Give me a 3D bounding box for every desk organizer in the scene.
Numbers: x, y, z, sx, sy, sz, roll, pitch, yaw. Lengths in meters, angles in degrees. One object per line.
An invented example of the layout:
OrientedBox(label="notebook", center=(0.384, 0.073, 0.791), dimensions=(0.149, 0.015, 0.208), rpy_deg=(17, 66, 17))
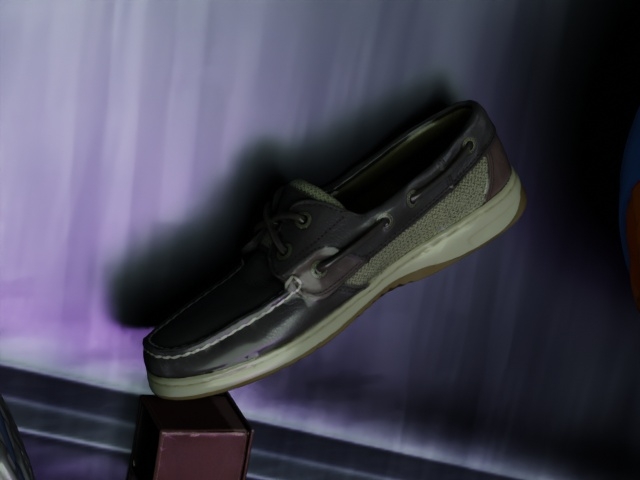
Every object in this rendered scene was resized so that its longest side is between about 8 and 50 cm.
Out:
OrientedBox(label="desk organizer", center=(-0.075, 0.149, 0.844), dimensions=(0.050, 0.047, 0.130), rpy_deg=(3, 109, -22))

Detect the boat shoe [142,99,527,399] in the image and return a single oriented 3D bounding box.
OrientedBox(label="boat shoe", center=(0.001, 0.000, 0.802), dimensions=(0.223, 0.080, 0.073), rpy_deg=(-29, 114, -16))

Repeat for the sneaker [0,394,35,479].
OrientedBox(label="sneaker", center=(-0.190, 0.155, 0.765), dimensions=(0.129, 0.111, 0.297), rpy_deg=(-18, 116, -9))

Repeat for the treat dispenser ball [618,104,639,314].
OrientedBox(label="treat dispenser ball", center=(0.296, -0.014, 0.797), dimensions=(0.288, 0.288, 0.288), rpy_deg=(-9, 114, -20))
